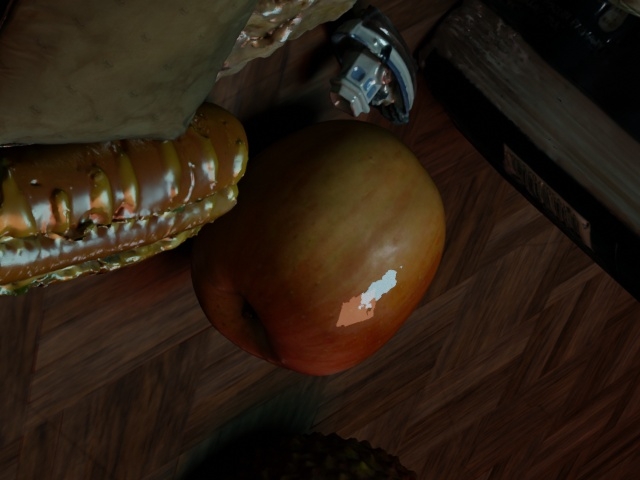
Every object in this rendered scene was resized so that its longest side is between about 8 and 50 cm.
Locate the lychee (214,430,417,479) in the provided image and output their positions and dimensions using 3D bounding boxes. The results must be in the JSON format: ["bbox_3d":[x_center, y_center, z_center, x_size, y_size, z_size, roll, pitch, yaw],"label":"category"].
[{"bbox_3d":[-0.009,0.313,1.806,0.275,0.276,0.304,-53,-178,18],"label":"lychee"}]

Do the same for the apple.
[{"bbox_3d":[0.000,0.000,1.395,0.199,0.199,0.199,-37,156,-19],"label":"apple"}]

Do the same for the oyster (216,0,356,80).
[{"bbox_3d":[-0.019,-0.162,1.211,0.209,0.072,0.133,-37,153,-15],"label":"oyster"}]

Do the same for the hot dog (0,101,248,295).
[{"bbox_3d":[-0.149,-0.023,1.228,0.269,0.072,0.115,-22,156,-45],"label":"hot dog"}]

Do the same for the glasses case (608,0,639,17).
[{"bbox_3d":[0.297,-0.327,1.179,0.156,0.098,0.425,38,83,-45],"label":"glasses case"}]

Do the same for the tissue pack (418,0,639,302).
[{"bbox_3d":[0.314,-0.062,1.479,0.253,0.416,0.264,-45,151,4],"label":"tissue pack"}]

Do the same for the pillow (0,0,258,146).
[{"bbox_3d":[-0.086,-0.159,1.069,0.185,0.075,0.302,-6,143,-43],"label":"pillow"}]

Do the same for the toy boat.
[{"bbox_3d":[0.034,-0.120,1.383,0.066,0.059,0.140,-58,159,-15],"label":"toy boat"}]
